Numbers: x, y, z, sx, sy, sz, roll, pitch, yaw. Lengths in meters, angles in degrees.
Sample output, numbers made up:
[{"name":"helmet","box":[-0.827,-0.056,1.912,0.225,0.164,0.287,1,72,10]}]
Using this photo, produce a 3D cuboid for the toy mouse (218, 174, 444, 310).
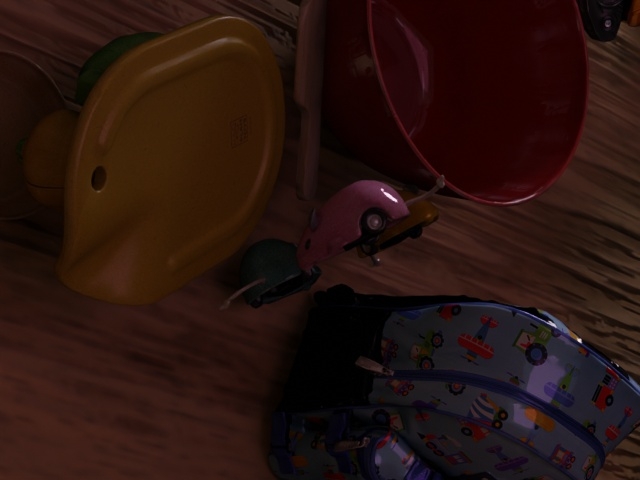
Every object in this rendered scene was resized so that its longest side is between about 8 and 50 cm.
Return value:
[{"name":"toy mouse","box":[0.000,0.000,0.856,0.143,0.161,0.031,-22,82,-28]}]

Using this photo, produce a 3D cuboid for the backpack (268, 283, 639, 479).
[{"name":"backpack","box":[0.080,0.100,0.874,0.158,0.173,0.117,39,61,-33]}]

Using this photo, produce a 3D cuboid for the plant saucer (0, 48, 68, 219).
[{"name":"plant saucer","box":[-0.158,-0.051,0.786,0.083,0.015,0.083,6,81,-42]}]

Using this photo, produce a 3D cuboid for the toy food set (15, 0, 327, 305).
[{"name":"toy food set","box":[-0.081,-0.051,0.817,0.218,0.071,0.128,-31,127,-53]}]

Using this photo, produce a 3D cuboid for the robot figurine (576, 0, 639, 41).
[{"name":"robot figurine","box":[0.259,-0.256,1.071,0.211,0.085,0.291,3,106,-21]}]

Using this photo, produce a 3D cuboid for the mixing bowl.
[{"name":"mixing bowl","box":[0.060,-0.103,0.928,0.181,0.098,0.181,8,78,-41]}]
